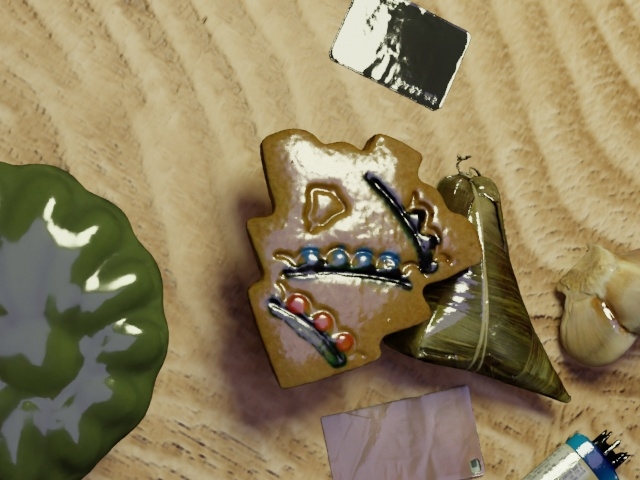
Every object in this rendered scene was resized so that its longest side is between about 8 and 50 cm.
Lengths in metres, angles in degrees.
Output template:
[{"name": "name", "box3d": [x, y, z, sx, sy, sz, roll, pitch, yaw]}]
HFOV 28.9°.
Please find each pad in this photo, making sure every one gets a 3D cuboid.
[{"name": "pad", "box3d": [0.100, 0.247, 1.492, 0.188, 0.006, 0.113, -11, 91, -11]}, {"name": "pad", "box3d": [0.099, -0.239, 1.518, 0.157, 0.003, 0.112, 25, 82, -11]}]

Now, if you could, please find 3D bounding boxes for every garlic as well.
[{"name": "garlic", "box3d": [0.363, 0.077, 1.508, 0.099, 0.124, 0.174, 17, 117, -37]}]

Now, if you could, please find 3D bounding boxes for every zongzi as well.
[{"name": "zongzi", "box3d": [0.219, 0.048, 1.483, 0.241, 0.111, 0.247, 19, 81, -18]}]

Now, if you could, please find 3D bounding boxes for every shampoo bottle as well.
[{"name": "shampoo bottle", "box3d": [0.298, 0.302, 1.511, 0.183, 0.050, 0.087, -38, 93, -11]}]

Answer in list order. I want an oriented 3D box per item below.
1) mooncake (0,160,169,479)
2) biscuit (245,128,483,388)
[{"name": "mooncake", "box3d": [-0.338, 0.094, 1.307, 0.357, 0.194, 0.356, 1, 87, -11]}, {"name": "biscuit", "box3d": [0.030, 0.027, 1.357, 0.278, 0.043, 0.301, 23, 82, -10]}]
